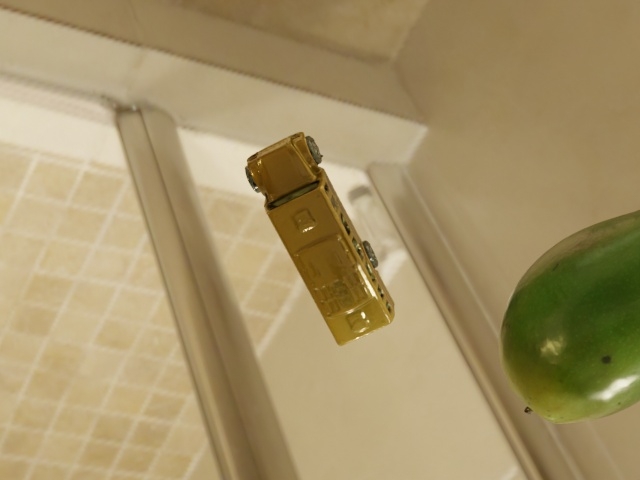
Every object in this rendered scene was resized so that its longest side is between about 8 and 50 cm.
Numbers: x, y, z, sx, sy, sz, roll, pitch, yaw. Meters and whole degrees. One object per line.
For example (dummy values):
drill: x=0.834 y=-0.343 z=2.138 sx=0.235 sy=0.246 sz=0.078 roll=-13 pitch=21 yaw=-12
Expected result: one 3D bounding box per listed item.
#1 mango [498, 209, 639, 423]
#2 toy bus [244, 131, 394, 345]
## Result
mango: x=0.380 y=0.070 z=1.517 sx=0.201 sy=0.225 sz=0.382 roll=31 pitch=116 yaw=-32
toy bus: x=0.000 y=0.000 z=1.949 sx=0.121 sy=0.123 sz=0.335 roll=-25 pitch=108 yaw=11
